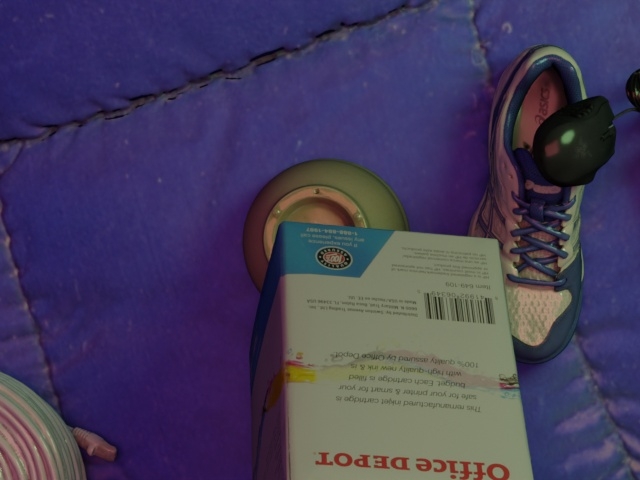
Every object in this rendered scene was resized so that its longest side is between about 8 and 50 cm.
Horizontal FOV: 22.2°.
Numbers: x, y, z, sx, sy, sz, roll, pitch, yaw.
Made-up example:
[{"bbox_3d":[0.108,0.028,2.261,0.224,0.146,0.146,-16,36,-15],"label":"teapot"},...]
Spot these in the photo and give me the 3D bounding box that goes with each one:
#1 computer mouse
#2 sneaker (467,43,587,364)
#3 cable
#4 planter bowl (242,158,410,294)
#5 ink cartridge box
[{"bbox_3d":[0.268,-0.105,1.445,0.041,0.242,0.071,-5,108,44],"label":"computer mouse"},{"bbox_3d":[0.190,-0.033,1.487,0.112,0.131,0.296,0,90,4],"label":"sneaker"},{"bbox_3d":[-0.354,0.245,1.553,0.257,0.089,0.257,34,92,6],"label":"cable"},{"bbox_3d":[0.000,0.000,1.515,0.162,0.109,0.162,0,88,7],"label":"planter bowl"},{"bbox_3d":[0.049,0.153,1.382,0.198,0.197,0.270,5,49,-9],"label":"ink cartridge box"}]
